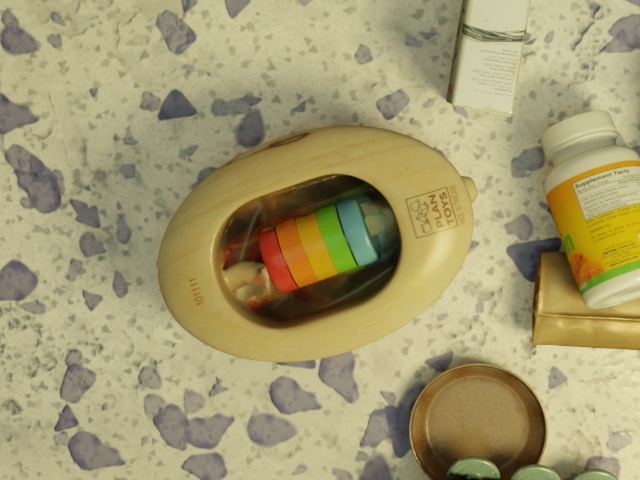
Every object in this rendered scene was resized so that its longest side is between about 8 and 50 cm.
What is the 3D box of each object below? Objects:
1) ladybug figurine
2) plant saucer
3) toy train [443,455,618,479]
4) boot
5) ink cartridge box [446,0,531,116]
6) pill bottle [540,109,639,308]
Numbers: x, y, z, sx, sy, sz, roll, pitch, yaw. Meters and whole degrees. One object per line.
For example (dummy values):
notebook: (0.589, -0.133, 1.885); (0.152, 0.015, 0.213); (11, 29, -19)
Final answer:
ladybug figurine: (0.000, 0.000, 1.797); (0.449, 0.162, 0.305); (-16, 96, 6)
plant saucer: (0.227, 0.271, 1.884); (0.199, 0.036, 0.198); (0, 97, 4)
toy train: (0.294, 0.418, 1.831); (0.334, 0.142, 0.190); (7, 120, -3)
boot: (0.429, 0.145, 1.832); (0.269, 0.089, 0.236); (6, 85, 2)
ink cartridge box: (0.227, -0.275, 1.752); (0.086, 0.148, 0.203); (9, 98, 1)
pill bottle: (0.382, -0.044, 1.756); (0.136, 0.136, 0.245); (-18, 74, 6)
